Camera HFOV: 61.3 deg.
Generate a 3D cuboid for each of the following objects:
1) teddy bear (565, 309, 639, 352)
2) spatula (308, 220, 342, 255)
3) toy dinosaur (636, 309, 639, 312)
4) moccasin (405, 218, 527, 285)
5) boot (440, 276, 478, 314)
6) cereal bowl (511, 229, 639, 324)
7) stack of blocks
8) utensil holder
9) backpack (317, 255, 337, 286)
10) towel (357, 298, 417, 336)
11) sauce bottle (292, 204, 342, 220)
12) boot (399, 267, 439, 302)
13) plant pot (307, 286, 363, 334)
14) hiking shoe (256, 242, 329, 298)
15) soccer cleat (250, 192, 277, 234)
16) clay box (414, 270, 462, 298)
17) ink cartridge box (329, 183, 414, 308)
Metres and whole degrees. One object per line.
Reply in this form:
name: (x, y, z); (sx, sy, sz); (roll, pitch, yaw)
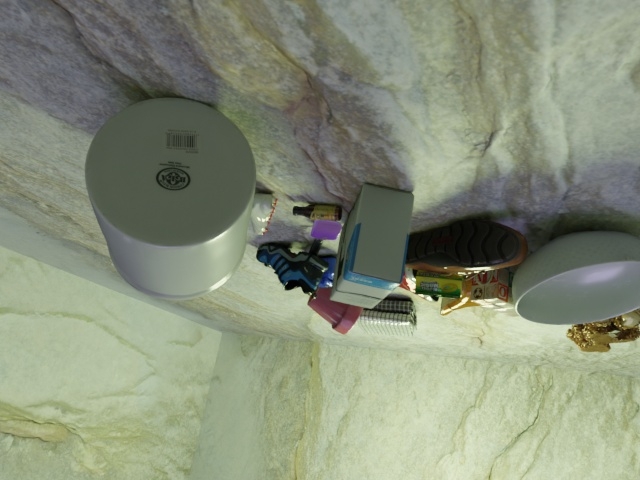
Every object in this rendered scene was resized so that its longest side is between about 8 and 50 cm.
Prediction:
teddy bear: (0.987, 0.289, 1.887); (0.245, 0.113, 0.338); (-6, 149, 23)
spatula: (0.000, 0.000, 1.634); (0.084, 0.030, 0.296); (8, 162, -7)
toy dinosaur: (0.876, 0.178, 1.683); (0.212, 0.064, 0.112); (9, -178, 32)
moccasin: (0.367, 0.036, 1.379); (0.147, 0.139, 0.380); (19, 160, -28)
boot: (0.521, 0.204, 1.849); (0.211, 0.104, 0.295); (6, 157, 13)
cereal bowl: (0.630, 0.076, 1.300); (0.339, 0.141, 0.339); (0, 148, 0)
stack of blocks: (0.549, 0.120, 1.482); (0.297, 0.171, 0.087); (21, 159, -30)
utensil holder: (-0.305, -0.067, 1.145); (0.328, 0.327, 0.385); (13, 160, -9)
backpack: (0.032, 0.106, 1.827); (0.120, 0.101, 0.098); (-11, 159, 39)
towel: (0.289, 0.324, 2.306); (0.235, 0.121, 0.283); (1, 160, 15)
sauce bottle: (-0.009, -0.073, 1.408); (0.128, 0.042, 0.042); (3, 160, 19)
boot: (0.285, 0.137, 1.811); (0.176, 0.088, 0.244); (-5, 148, 38)
plant pot: (0.057, 0.232, 2.066); (0.180, 0.201, 0.201); (29, 159, -5)
hiking shoe: (-0.117, 0.093, 1.766); (0.304, 0.132, 0.113); (11, 165, 44)
soccer cleat: (-0.167, -0.076, 1.457); (0.076, 0.068, 0.196); (18, 154, -6)
clay box: (0.346, 0.107, 1.558); (0.128, 0.053, 0.222); (5, -165, 15)
ink cartridge box: (0.119, 0.026, 1.348); (0.129, 0.223, 0.307); (11, 161, -4)
